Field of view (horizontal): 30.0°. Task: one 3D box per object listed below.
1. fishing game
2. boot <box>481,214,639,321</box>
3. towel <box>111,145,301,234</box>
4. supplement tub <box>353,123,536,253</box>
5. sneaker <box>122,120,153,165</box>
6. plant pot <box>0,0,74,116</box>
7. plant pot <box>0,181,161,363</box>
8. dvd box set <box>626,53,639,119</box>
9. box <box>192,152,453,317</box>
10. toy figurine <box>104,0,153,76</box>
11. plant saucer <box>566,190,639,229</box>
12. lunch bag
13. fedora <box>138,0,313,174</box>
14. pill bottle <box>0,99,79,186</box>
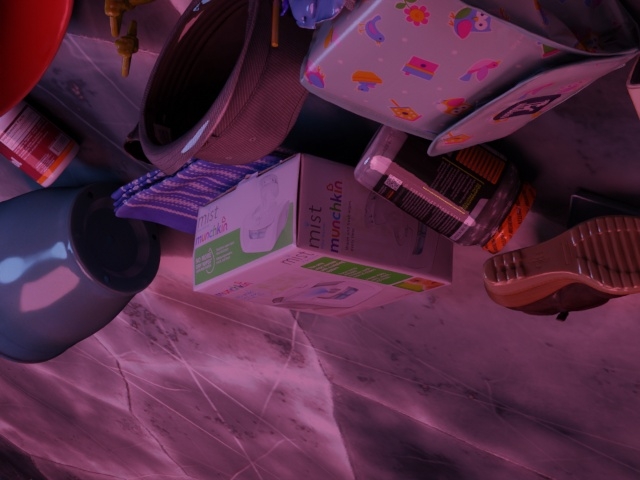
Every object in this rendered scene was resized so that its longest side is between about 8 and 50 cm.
[{"bbox_3d":[0.020,-0.288,1.120,0.041,0.189,0.264,11,151,-25],"label":"fishing game"},{"bbox_3d":[0.322,0.039,1.403,0.248,0.090,0.207,-7,165,22],"label":"boot"},{"bbox_3d":[-0.105,-0.054,1.602,0.243,0.040,0.336,18,159,-32],"label":"towel"},{"bbox_3d":[0.143,-0.071,1.371,0.190,0.117,0.117,33,150,-2],"label":"supplement tub"},{"bbox_3d":[-0.153,-0.154,1.505,0.222,0.118,0.083,-11,130,49],"label":"sneaker"},{"bbox_3d":[-0.479,-0.303,1.452,0.243,0.275,0.275,33,151,15],"label":"plant pot"},{"bbox_3d":[-0.398,0.034,1.880,0.255,0.272,0.272,-21,124,37],"label":"plant pot"},{"bbox_3d":[0.509,-0.027,1.159,0.307,0.062,0.420,-2,137,37],"label":"dvd box set"},{"bbox_3d":[0.000,0.000,1.514,0.231,0.127,0.262,13,160,-31],"label":"box"},{"bbox_3d":[-0.108,-0.327,1.154,0.217,0.191,0.362,-4,150,-2],"label":"toy figurine"},{"bbox_3d":[0.376,-0.009,1.359,0.192,0.018,0.067,20,148,19],"label":"plant saucer"},{"bbox_3d":[0.145,-0.194,1.154,0.262,0.160,0.223,25,149,-21],"label":"lunch bag"},{"bbox_3d":[-0.091,-0.179,1.335,0.124,0.244,0.275,21,135,-29],"label":"fedora"},{"bbox_3d":[-0.444,-0.157,1.789,0.152,0.086,0.086,40,149,-15],"label":"pill bottle"}]
